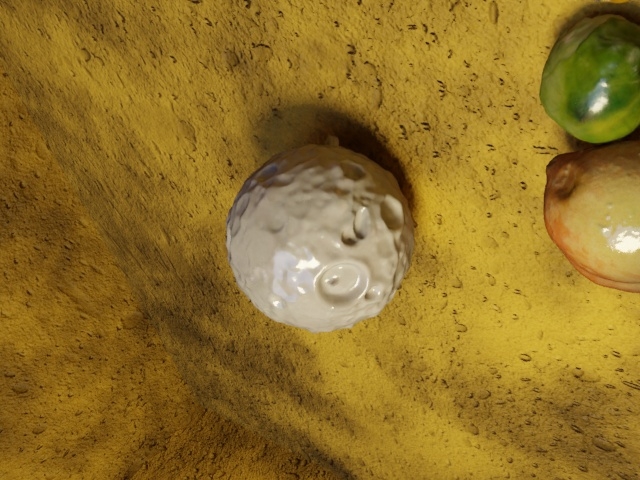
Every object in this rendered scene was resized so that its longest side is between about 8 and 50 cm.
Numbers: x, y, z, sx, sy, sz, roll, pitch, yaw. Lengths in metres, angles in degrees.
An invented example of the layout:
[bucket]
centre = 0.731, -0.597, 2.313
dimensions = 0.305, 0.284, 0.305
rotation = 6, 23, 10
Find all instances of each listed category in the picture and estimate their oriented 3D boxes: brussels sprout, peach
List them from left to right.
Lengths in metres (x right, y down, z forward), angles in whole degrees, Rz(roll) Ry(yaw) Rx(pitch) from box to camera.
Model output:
[brussels sprout]
centre = 0.338, -0.190, 0.881
dimensions = 0.149, 0.122, 0.151
rotation = -12, 121, 49
[peach]
centre = 0.394, -0.045, 0.927
dimensions = 0.232, 0.232, 0.232
rotation = 28, 145, 22

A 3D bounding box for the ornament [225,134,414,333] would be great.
[ornament]
centre = 0.000, 0.000, 1.254
dimensions = 0.337, 0.337, 0.337
rotation = 28, 145, 22

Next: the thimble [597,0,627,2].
[thimble]
centre = 0.310, -0.336, 0.745
dimensions = 0.151, 0.118, 0.127
rotation = 47, 147, -5
